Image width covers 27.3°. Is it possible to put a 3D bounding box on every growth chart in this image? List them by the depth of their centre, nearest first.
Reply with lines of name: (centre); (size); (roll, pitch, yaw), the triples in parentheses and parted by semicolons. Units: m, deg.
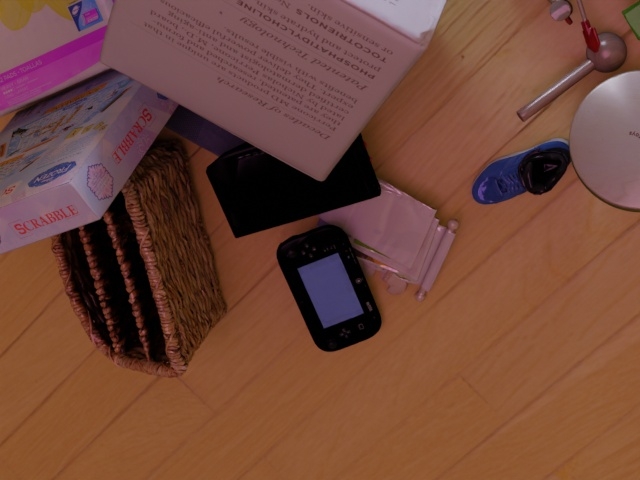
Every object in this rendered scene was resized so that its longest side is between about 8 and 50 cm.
growth chart: (0.077, -0.023, 1.859); (0.237, 0.021, 0.172); (33, 126, 2)

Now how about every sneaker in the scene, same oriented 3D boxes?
sneaker: (0.267, -0.085, 1.771); (0.152, 0.084, 0.058); (-24, 100, 20)

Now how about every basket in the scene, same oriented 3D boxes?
basket: (-0.288, 0.031, 1.868); (0.214, 0.223, 0.299); (-8, 109, 16)

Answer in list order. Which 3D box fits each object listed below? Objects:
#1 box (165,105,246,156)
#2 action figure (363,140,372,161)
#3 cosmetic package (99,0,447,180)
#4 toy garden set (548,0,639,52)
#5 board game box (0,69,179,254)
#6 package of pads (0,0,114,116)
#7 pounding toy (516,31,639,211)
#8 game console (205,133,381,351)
box: (-0.116, -0.209, 1.830); (0.233, 0.059, 0.183); (30, 113, 11)
action figure: (0.033, -0.152, 1.839); (0.038, 0.030, 0.115); (-39, 88, 26)
cosmetic package: (-0.022, -0.336, 1.524); (0.327, 0.329, 0.393); (28, 157, -5)
toy garden set: (0.348, -0.363, 1.674); (0.204, 0.049, 0.244); (-30, 92, 20)
board game box: (-0.355, -0.107, 1.758); (0.319, 0.318, 0.066); (-17, 121, 34)
package of pads: (-0.395, -0.319, 1.834); (0.297, 0.101, 0.229); (-19, 101, 27)
pounding toy: (0.400, -0.136, 1.713); (0.183, 0.110, 0.237); (-45, 72, 3)
game console: (0.000, 0.000, 1.837); (0.213, 0.044, 0.361); (-17, 120, 11)
